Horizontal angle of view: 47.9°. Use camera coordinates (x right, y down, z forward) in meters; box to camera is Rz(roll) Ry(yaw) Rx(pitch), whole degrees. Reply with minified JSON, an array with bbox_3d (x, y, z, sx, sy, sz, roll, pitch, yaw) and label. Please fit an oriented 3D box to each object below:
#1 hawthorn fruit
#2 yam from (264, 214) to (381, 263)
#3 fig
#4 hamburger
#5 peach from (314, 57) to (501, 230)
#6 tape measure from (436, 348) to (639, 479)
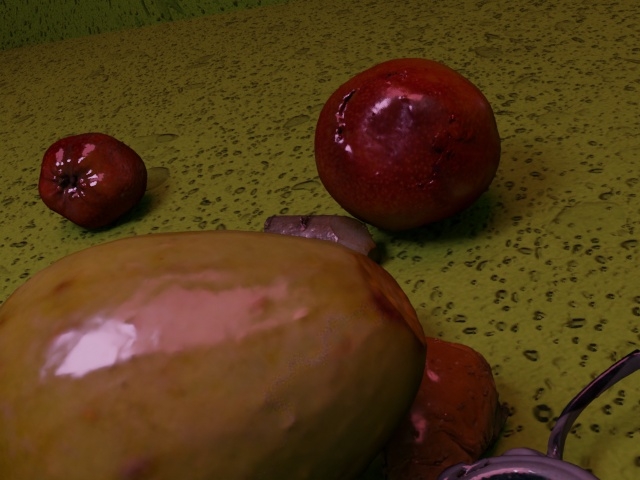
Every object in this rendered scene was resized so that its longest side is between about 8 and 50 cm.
[{"bbox_3d":[-0.350,-0.104,1.171,0.163,0.162,0.203,-4,13,18],"label":"hawthorn fruit"},{"bbox_3d":[0.000,0.000,0.881,0.146,0.069,0.070,2,33,30],"label":"yam"},{"bbox_3d":[-0.083,0.111,0.520,0.326,0.258,0.258,-20,27,16],"label":"fig"},{"bbox_3d":[0.100,0.132,0.588,0.102,0.087,0.176,-8,28,14],"label":"hamburger"},{"bbox_3d":[0.107,-0.116,0.888,0.231,0.231,0.231,-11,29,6],"label":"peach"},{"bbox_3d":[0.196,0.169,0.478,0.330,0.084,0.164,-24,32,-14],"label":"tape measure"}]
